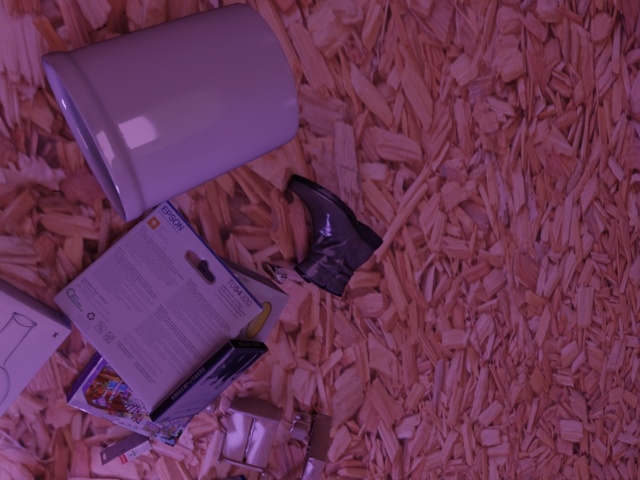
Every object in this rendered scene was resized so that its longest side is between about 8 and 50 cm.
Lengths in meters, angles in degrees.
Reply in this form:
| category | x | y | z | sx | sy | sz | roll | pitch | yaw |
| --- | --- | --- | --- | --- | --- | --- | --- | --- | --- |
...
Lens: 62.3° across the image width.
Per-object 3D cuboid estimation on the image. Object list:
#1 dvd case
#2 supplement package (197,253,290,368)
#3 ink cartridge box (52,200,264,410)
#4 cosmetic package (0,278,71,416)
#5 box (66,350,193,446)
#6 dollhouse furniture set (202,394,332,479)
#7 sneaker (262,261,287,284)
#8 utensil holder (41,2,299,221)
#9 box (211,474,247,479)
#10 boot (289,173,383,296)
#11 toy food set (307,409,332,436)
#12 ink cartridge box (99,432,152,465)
| category | x | y | z | sx | sy | sz | roll | pitch | yaw |
| --- | --- | --- | --- | --- | --- | --- | --- | --- | --- |
| dvd case | -0.241 | 0.310 | 1.175 | 0.239 | 0.029 | 0.179 | -42 | 159 | 5 |
| supplement package | -0.222 | 0.166 | 1.292 | 0.194 | 0.149 | 0.203 | 29 | 89 | -31 |
| ink cartridge box | -0.344 | 0.137 | 1.153 | 0.330 | 0.071 | 0.324 | -41 | 88 | -2 |
| cosmetic package | -0.748 | 0.185 | 1.043 | 0.377 | 0.097 | 0.284 | 41 | 79 | -30 |
| box | -0.422 | 0.354 | 1.285 | 0.293 | 0.057 | 0.201 | 38 | 84 | -30 |
| dollhouse furniture set | -0.162 | 0.556 | 1.483 | 0.356 | 0.174 | 0.303 | 16 | 112 | 1 |
| sneaker | -0.119 | 0.079 | 1.400 | 0.083 | 0.032 | 0.037 | 50 | 63 | -34 |
| utensil holder | -0.281 | -0.265 | 1.051 | 0.386 | 0.328 | 0.327 | -29 | 115 | -21 |
| box | -0.270 | 0.731 | 1.457 | 0.137 | 0.072 | 0.126 | 3 | 102 | -30 |
| boot | 0.000 | 0.000 | 1.399 | 0.338 | 0.118 | 0.222 | 40 | 87 | -26 |
| toy food set | -0.025 | 0.550 | 1.576 | 0.078 | 0.019 | 0.122 | -46 | 123 | -11 |
| ink cartridge box | -0.474 | 0.511 | 1.293 | 0.115 | 0.063 | 0.029 | -25 | 111 | -21 |
